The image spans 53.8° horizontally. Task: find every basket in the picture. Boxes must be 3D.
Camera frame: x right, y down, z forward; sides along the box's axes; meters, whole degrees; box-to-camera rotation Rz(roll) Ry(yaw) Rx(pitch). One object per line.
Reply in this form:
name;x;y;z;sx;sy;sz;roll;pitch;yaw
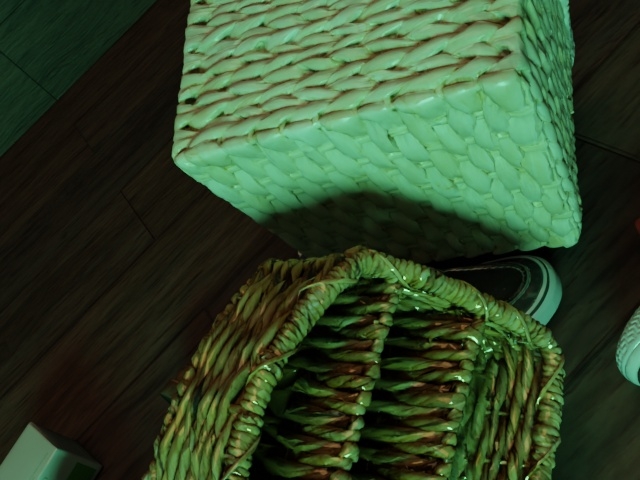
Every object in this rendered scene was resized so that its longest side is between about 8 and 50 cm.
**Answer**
basket;0.076;-0.151;0.630;0.328;0.331;0.266;-8;64;26
basket;0.028;0.158;0.463;0.223;0.213;0.299;-2;57;40

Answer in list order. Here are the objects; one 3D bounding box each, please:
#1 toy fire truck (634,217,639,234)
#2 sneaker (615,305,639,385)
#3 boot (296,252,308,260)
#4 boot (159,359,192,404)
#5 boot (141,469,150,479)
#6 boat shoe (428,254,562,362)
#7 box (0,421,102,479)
toy fire truck;0.385;-0.066;0.627;0.135;0.047;0.192;-19;42;36
sneaker;0.383;0.048;0.502;0.268;0.101;0.153;-48;41;4
boot;0.000;0.000;0.867;0.086;0.069;0.190;-28;45;14
boot;-0.069;0.186;0.750;0.305;0.112;0.115;9;52;45
boot;-0.175;0.342;0.738;0.085;0.059;0.158;-22;54;19
boat shoe;0.102;0.082;0.690;0.306;0.105;0.113;-21;46;24
box;-0.387;0.331;0.889;0.102;0.087;0.101;13;66;44
